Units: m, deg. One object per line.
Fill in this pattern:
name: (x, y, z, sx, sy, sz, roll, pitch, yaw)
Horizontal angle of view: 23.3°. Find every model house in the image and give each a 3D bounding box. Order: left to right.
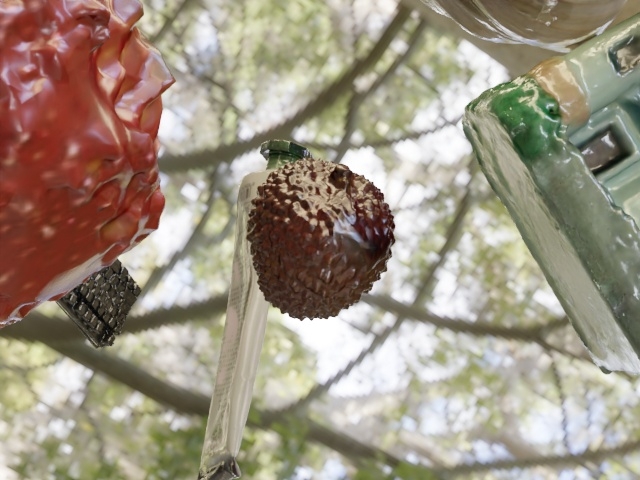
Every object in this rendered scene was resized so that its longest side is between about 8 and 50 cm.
model house: (0.321, -0.078, 1.278, 0.325, 0.267, 0.194, -30, 180, -6)

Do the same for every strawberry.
strawberry: (-0.202, -0.078, 0.702, 0.257, 0.261, 0.261, -34, -167, -17)

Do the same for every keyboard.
keyboard: (-0.222, 0.002, 1.309, 0.023, 0.231, 0.072, 9, -122, 37)

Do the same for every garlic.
garlic: (0.204, -0.345, 1.539, 0.241, 0.322, 0.322, -31, 175, -45)

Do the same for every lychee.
lychee: (-0.003, 0.001, 1.237, 0.129, 0.123, 0.123, -56, -161, 5)

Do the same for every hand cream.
hand cream: (-0.066, 0.068, 1.470, 0.121, 0.076, 0.336, 142, -38, -69)
